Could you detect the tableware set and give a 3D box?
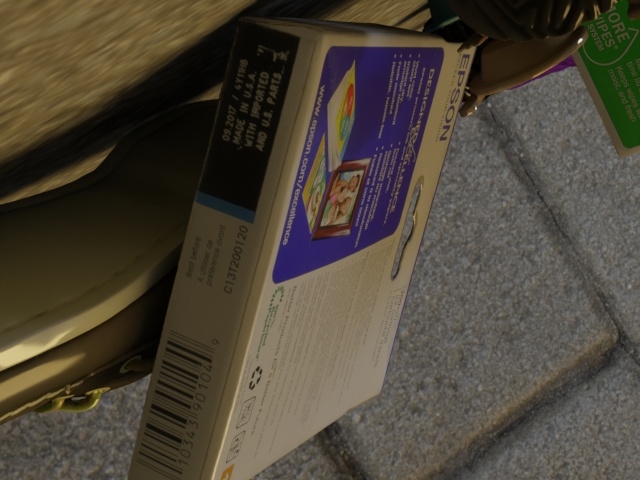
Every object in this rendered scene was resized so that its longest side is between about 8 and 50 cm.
[{"bbox_3d":[0.129,-0.108,0.540,0.168,0.020,0.141,-22,-162,30],"label":"tableware set"}]

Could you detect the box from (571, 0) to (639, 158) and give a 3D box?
[{"bbox_3d":[0.284,-0.187,0.742,0.231,0.127,0.262,-20,-164,32],"label":"box"}]

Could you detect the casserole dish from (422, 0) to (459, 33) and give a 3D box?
[{"bbox_3d":[0.127,-0.162,0.619,0.188,0.037,0.114,-27,-175,22],"label":"casserole dish"}]

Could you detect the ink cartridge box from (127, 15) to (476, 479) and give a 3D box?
[{"bbox_3d":[0.000,0.000,0.580,0.208,0.045,0.206,-16,123,-65],"label":"ink cartridge box"}]

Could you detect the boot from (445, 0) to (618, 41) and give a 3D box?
[{"bbox_3d":[0.161,-0.168,0.491,0.189,0.076,0.208,-24,-167,48],"label":"boot"}]

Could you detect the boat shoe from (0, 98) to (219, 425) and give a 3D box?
[{"bbox_3d":[-0.103,0.025,0.559,0.109,0.091,0.305,20,-145,29],"label":"boat shoe"}]

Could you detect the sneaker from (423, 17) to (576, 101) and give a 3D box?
[{"bbox_3d":[0.136,-0.150,0.914,0.146,0.102,0.293,-29,-177,11],"label":"sneaker"}]
